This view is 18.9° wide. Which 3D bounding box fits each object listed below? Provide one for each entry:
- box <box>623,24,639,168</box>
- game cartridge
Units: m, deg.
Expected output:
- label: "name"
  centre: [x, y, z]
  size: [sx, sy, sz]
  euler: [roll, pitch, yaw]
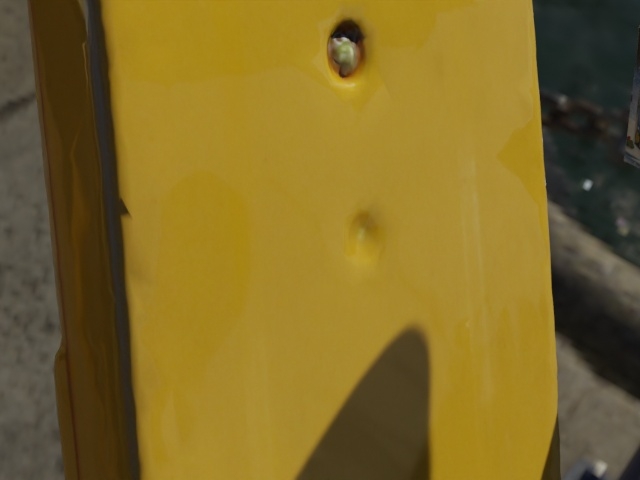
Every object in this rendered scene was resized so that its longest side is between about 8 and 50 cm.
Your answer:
- label: "box"
  centre: [0.223, -0.054, 0.988]
  size: [0.137, 0.094, 0.027]
  euler: [30, 52, 28]
- label: "game cartridge"
  centre: [0.000, 0.000, 0.808]
  size: [0.052, 0.324, 0.285]
  euler: [0, 4, 40]
